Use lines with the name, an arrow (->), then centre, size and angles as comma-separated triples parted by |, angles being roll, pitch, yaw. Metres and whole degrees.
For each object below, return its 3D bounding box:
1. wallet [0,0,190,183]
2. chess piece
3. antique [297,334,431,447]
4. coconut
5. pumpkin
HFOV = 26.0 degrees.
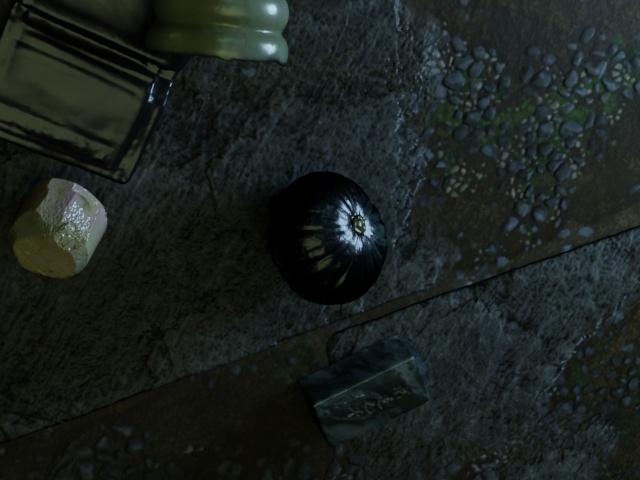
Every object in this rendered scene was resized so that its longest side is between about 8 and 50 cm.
wallet -> -0.292, -0.253, 1.819 | 0.247, 0.041, 0.323 | 22, 99, -24
chess piece -> -0.115, -0.391, 1.746 | 0.182, 0.182, 0.330 | 4, 97, -19
antique -> 0.071, 0.223, 2.089 | 0.183, 0.086, 0.088 | -25, 116, -7
coconut -> -0.347, -0.021, 1.852 | 0.116, 0.122, 0.116 | 9, 138, 8
pumpkin -> 0.010, -0.002, 1.939 | 0.194, 0.194, 0.150 | 23, 130, -24
